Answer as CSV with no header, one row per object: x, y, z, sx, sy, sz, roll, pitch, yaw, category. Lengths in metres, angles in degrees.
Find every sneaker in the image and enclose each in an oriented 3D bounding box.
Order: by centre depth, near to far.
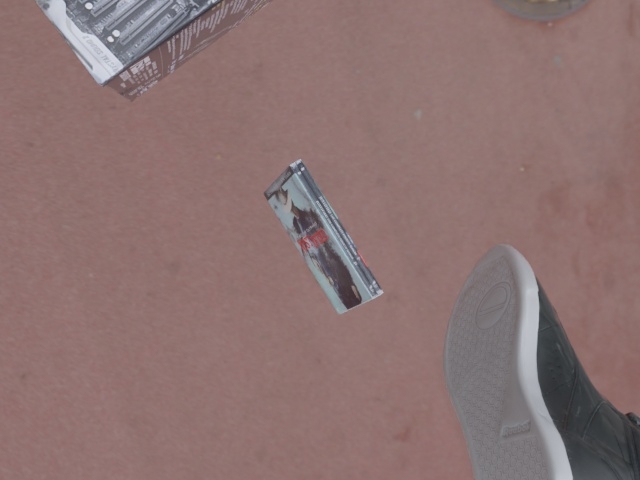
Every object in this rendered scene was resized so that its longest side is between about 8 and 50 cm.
0.190,0.130,0.791,0.147,0.295,0.104,25,124,-21,sneaker

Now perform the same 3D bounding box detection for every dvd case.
0.000,0.000,0.791,0.013,0.087,0.119,-30,89,-21,dvd case

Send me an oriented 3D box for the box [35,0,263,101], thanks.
-0.027,-0.171,0.509,0.242,0.307,0.076,-37,100,-2,box
